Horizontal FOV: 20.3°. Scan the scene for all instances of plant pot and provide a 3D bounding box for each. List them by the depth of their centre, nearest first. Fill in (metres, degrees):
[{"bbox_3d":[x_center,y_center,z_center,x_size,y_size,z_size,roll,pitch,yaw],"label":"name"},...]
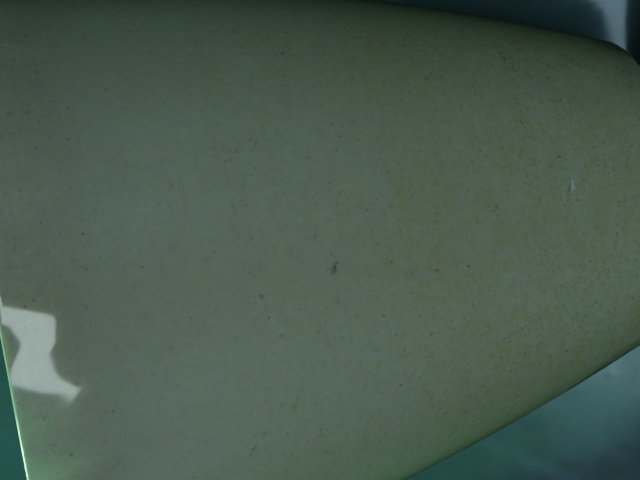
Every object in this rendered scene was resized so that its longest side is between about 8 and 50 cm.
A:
[{"bbox_3d":[0.000,0.000,0.740,0.274,0.256,0.257,-11,105,-11],"label":"plant pot"}]
